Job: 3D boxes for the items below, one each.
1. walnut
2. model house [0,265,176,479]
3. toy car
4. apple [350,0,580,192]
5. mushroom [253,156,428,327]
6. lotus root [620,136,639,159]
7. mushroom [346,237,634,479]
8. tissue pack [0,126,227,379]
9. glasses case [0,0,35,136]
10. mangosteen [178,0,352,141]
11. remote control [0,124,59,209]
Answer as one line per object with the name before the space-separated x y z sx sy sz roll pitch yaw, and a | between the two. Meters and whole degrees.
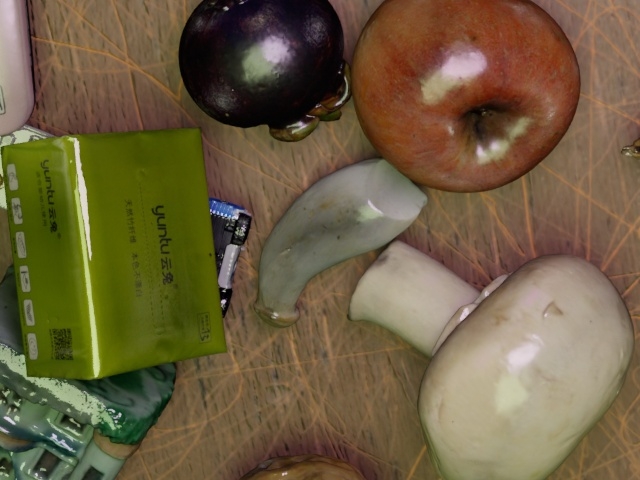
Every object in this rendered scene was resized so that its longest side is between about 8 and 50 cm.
walnut | -0.034 0.374 1.847 0.245 0.198 0.198 -29 104 14
model house | -0.379 0.251 1.850 0.267 0.194 0.325 31 114 -5
toy car | -0.140 0.028 1.795 0.080 0.070 0.170 16 110 2
apple | 0.159 -0.181 1.611 0.254 0.253 0.253 2 110 7
mushroom | 0.000 0.000 1.760 0.270 0.103 0.118 -40 93 29
lotus root | 0.462 -0.161 1.603 0.140 0.154 0.257 42 103 14
mushroom | 0.185 0.127 1.703 0.336 0.314 0.314 33 112 17
tissue pack | -0.241 0.012 1.681 0.167 0.200 0.274 -3 94 45
glasses case | -0.411 -0.277 1.710 0.122 0.075 0.314 -3 103 0
mangosteen | -0.054 -0.197 1.656 0.194 0.194 0.230 -24 131 15
remote control | -0.445 -0.119 1.795 0.313 0.055 0.109 22 95 -4
